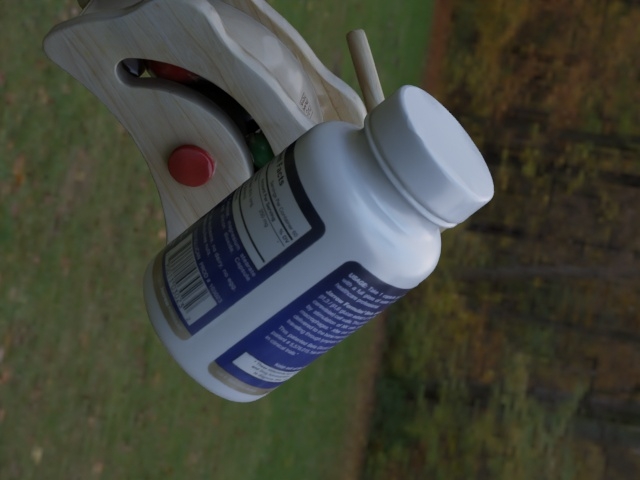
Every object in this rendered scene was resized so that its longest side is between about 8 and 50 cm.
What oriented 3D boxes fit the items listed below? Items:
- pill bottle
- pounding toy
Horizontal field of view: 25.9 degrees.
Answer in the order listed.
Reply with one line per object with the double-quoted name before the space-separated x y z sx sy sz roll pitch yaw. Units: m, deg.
"pill bottle" 0.000 0.000 0.696 0.169 0.094 0.094 -37 -166 23
"pounding toy" -0.050 -0.075 0.909 0.154 0.269 0.155 -32 -157 30
